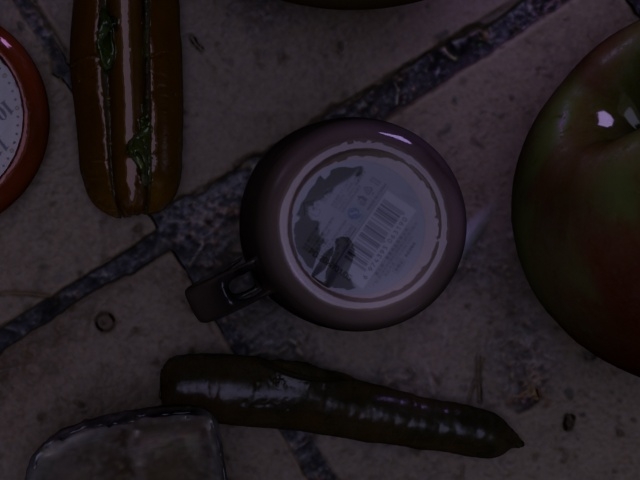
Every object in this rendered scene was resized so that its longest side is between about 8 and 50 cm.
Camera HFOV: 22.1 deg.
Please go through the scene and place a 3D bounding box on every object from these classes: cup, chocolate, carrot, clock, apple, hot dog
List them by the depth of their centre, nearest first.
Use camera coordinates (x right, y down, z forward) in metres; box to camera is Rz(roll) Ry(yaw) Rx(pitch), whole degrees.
[{"bbox_3d":[0.323,-0.031,1.382,0.277,0.319,0.319,43,88,-26],"label":"apple"},{"bbox_3d":[0.000,0.000,1.410,0.253,0.200,0.191,-26,93,-3],"label":"cup"},{"bbox_3d":[-0.149,0.289,1.452,0.185,0.100,0.303,-14,100,-4],"label":"chocolate"},{"bbox_3d":[-0.344,-0.108,1.456,0.205,0.051,0.205,0,90,-5],"label":"clock"},{"bbox_3d":[-0.173,-0.144,1.460,0.100,0.068,0.249,-2,92,-5],"label":"hot dog"},{"bbox_3d":[0.024,0.150,1.485,0.342,0.070,0.070,9,90,-7],"label":"carrot"}]

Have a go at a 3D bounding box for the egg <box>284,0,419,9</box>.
[{"bbox_3d":[0.030,-0.319,1.381,0.323,0.250,0.250,-10,92,2],"label":"egg"}]
